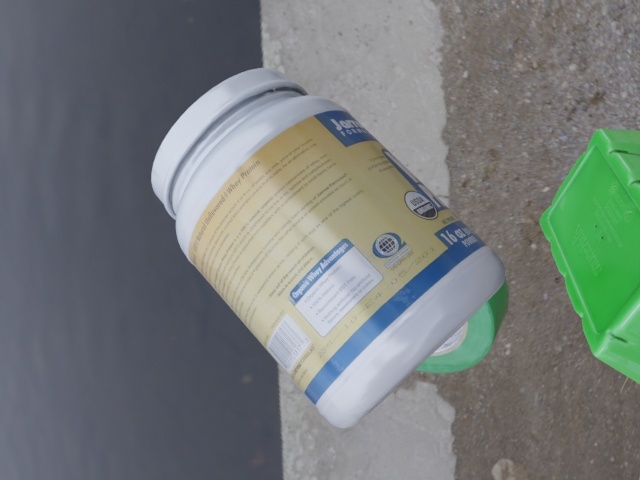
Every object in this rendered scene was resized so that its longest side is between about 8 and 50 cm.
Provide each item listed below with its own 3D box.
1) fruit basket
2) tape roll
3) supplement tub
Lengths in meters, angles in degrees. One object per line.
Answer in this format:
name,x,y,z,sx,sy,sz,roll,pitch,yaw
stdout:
fruit basket,0.516,0.025,0.772,0.392,0.392,0.283,39,128,23
tape roll,0.143,0.080,1.022,0.321,0.077,0.321,23,138,22
supplement tub,0.000,0.000,0.398,0.199,0.144,0.144,47,118,15
